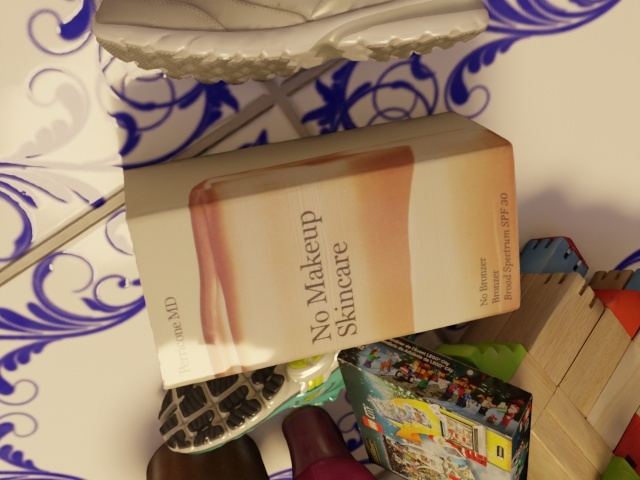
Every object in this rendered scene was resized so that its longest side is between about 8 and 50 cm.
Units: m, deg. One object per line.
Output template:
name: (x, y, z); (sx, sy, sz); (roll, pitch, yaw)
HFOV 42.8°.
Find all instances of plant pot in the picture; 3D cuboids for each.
plant pot: (-0.107, 0.291, 0.829); (0.167, 0.165, 0.167); (-8, 125, -12)

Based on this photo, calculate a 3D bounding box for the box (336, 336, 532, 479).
box: (0.109, 0.176, 0.749); (0.044, 0.159, 0.233); (-55, 151, -26)

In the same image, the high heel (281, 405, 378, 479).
high heel: (0.068, 0.354, 0.918); (0.127, 0.181, 0.377); (-34, 127, 7)

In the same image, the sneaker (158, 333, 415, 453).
sneaker: (-0.027, 0.134, 0.791); (0.275, 0.107, 0.110); (-29, 136, 3)

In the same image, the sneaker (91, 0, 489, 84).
sneaker: (-0.025, -0.183, 0.595); (0.281, 0.105, 0.115); (-8, 92, -7)

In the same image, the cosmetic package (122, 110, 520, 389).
cosmetic package: (0.000, 0.000, 0.670); (0.296, 0.129, 0.153); (-13, 112, -9)

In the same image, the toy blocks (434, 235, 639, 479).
toy blocks: (0.290, 0.140, 0.817); (0.381, 0.191, 0.261); (48, 65, -19)
